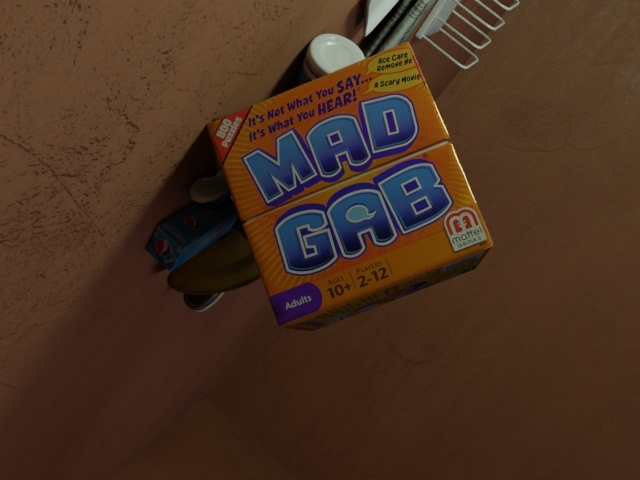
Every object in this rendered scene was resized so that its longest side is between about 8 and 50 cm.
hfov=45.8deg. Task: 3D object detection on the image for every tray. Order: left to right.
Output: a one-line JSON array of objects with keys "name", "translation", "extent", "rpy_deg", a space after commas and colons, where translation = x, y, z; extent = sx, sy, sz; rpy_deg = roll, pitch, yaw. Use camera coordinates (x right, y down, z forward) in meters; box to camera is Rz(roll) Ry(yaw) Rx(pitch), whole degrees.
[{"name": "tray", "translation": [0.168, -0.541, 1.516], "extent": [0.270, 0.030, 0.145], "rpy_deg": [-50, 174, -8]}]

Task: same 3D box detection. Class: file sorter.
[{"name": "file sorter", "translation": [0.433, -0.646, 2.105], "extent": [0.278, 0.173, 0.193], "rpy_deg": [-55, 173, 32]}]

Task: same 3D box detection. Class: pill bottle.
[{"name": "pill bottle", "translation": [0.004, -0.289, 1.443], "extent": [0.112, 0.112, 0.187], "rpy_deg": [-46, 173, -36]}]

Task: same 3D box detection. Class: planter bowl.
[{"name": "planter bowl", "translation": [-0.221, 0.027, 1.589], "extent": [0.217, 0.217, 0.090], "rpy_deg": [-42, 130, -54]}]

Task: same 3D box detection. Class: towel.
[{"name": "towel", "translation": [0.237, -0.542, 1.715], "extent": [0.324, 0.056, 0.312], "rpy_deg": [-51, 179, 33]}]

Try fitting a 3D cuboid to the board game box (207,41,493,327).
[{"name": "board game box", "translation": [0.060, -0.067, 1.354], "extent": [0.356, 0.356, 0.356], "rpy_deg": [-22, 170, 4]}]

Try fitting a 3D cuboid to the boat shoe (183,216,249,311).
[{"name": "boat shoe", "translation": [-0.232, 0.035, 1.753], "extent": [0.285, 0.103, 0.092], "rpy_deg": [-54, 169, -2]}]

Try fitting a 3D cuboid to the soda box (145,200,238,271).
[{"name": "soda box", "translation": [-0.241, -0.023, 1.467], "extent": [0.071, 0.067, 0.210], "rpy_deg": [-54, 172, 33]}]

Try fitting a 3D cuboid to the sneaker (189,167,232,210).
[{"name": "sneaker", "translation": [-0.204, -0.082, 1.424], "extent": [0.085, 0.058, 0.152], "rpy_deg": [-64, 174, 31]}]
